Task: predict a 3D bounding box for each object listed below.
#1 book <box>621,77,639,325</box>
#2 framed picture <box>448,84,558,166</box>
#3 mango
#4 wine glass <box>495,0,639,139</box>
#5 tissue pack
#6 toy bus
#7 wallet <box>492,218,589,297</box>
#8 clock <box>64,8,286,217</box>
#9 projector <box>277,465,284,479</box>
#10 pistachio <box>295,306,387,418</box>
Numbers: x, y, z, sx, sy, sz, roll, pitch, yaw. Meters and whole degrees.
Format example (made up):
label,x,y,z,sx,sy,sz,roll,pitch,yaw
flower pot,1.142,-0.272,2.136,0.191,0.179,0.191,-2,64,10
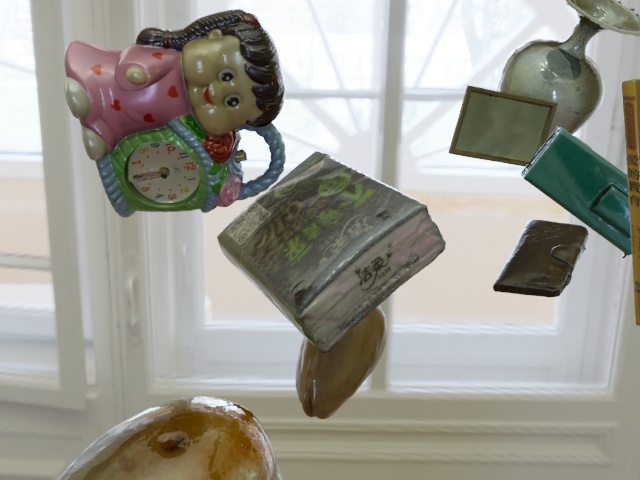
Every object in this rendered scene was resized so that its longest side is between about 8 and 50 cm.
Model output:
label,x,y,z,sx,sy,sz,roll,pitch,yaw
book,0.258,-0.034,0.554,0.118,0.172,0.012,-15,12,-39
framed picture,0.358,-0.220,1.483,0.201,0.136,0.010,7,19,-19
mango,-0.185,0.297,0.665,0.384,0.199,0.221,-41,12,-32
wine glass,0.513,-0.362,1.613,0.238,0.323,0.238,12,42,-11
tissue pack,0.000,0.000,1.374,0.288,0.124,0.394,-42,32,-9
toy bus,0.315,-0.054,0.866,0.160,0.079,0.092,38,16,6
wallet,0.539,0.038,1.835,0.165,0.042,0.309,6,33,32
clock,-0.125,-0.118,0.737,0.195,0.194,0.100,-12,33,4
projector,-0.076,0.462,1.193,0.108,0.337,0.108,-25,-11,-5
pistachio,0.037,0.225,1.482,0.163,0.260,0.212,12,-16,37
